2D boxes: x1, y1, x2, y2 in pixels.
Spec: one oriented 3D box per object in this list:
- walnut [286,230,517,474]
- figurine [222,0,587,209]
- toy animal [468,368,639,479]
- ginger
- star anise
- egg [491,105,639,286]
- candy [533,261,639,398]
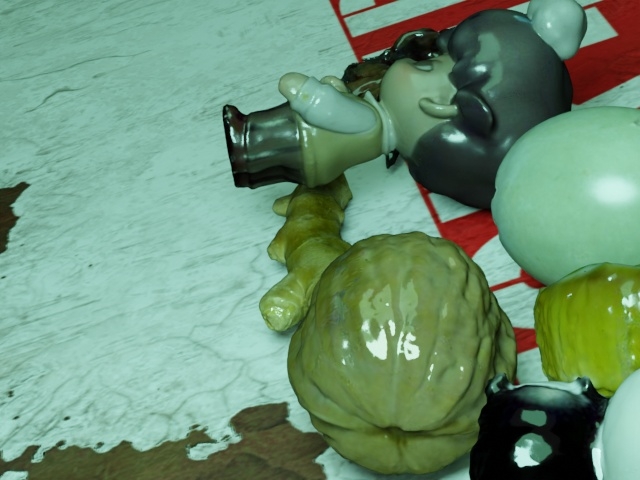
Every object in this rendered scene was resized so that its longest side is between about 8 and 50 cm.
[{"bbox_3d":[0.070,0.094,1.607,0.213,0.213,0.213,-14,29,8],"label":"walnut"},{"bbox_3d":[0.086,-0.140,1.937,0.365,0.218,0.206,4,62,2],"label":"figurine"},{"bbox_3d":[0.239,0.182,1.381,0.235,0.187,0.165,-9,57,21],"label":"toy animal"},{"bbox_3d":[0.001,0.003,1.936,0.118,0.065,0.299,-7,28,6],"label":"ginger"},{"bbox_3d":[0.096,-0.188,2.170,0.272,0.102,0.272,-16,31,10],"label":"star anise"},{"bbox_3d":[0.278,-0.031,1.720,0.217,0.183,0.183,16,43,41],"label":"egg"},{"bbox_3d":[0.301,0.064,1.533,0.260,0.118,0.260,-6,3,0],"label":"candy"}]
